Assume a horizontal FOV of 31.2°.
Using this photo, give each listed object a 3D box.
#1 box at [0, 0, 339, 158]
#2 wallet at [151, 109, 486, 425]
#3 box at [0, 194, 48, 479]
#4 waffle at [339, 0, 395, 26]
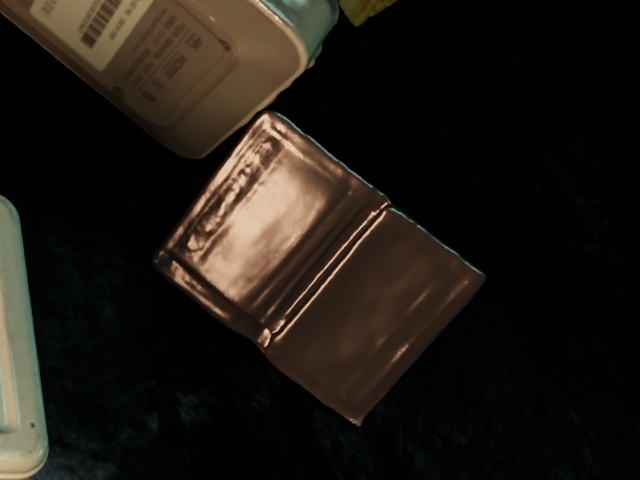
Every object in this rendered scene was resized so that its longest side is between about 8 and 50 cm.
[{"bbox_3d":[-0.207,-0.278,1.241,0.396,0.396,0.111,40,65,-10],"label":"box"},{"bbox_3d":[-0.008,0.037,1.317,0.323,0.247,0.041,38,15,-7],"label":"wallet"},{"bbox_3d":[-0.339,0.105,1.002,0.175,0.182,0.311,8,55,-37],"label":"box"},{"bbox_3d":[0.143,-0.456,1.850,0.057,0.168,0.274,45,42,3],"label":"waffle"}]
